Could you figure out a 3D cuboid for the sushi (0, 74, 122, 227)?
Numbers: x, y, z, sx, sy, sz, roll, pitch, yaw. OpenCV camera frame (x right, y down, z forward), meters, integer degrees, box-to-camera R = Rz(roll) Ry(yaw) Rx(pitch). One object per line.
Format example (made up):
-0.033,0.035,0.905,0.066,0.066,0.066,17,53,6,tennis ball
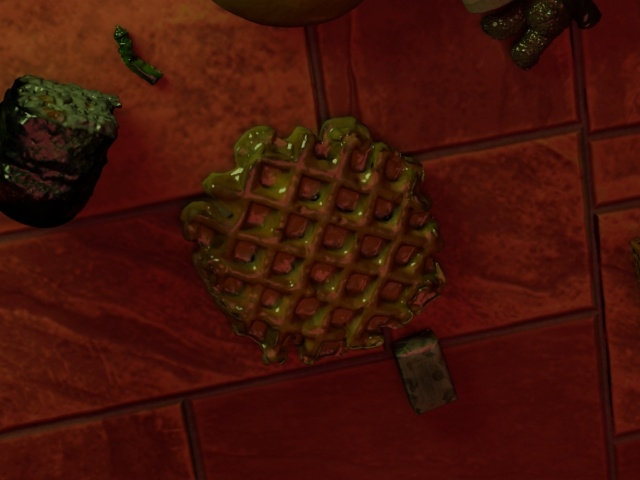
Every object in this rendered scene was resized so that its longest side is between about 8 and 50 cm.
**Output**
-0.296,-0.108,1.784,0.136,0.225,0.126,14,109,-9,sushi

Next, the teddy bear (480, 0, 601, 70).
0.272,-0.278,1.909,0.119,0.078,0.160,41,99,-18,teddy bear

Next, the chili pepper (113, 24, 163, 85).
-0.215,-0.212,1.873,0.027,0.022,0.083,-22,118,34,chili pepper

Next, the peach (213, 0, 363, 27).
-0.028,-0.352,1.788,0.251,0.153,0.251,-3,115,-6,peach

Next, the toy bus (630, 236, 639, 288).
0.446,0.071,2.075,0.070,0.074,0.162,-20,111,-11,toy bus

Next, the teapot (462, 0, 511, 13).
0.172,-0.352,1.815,0.107,0.077,0.200,-17,140,20,teapot

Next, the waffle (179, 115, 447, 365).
0.000,0.000,1.967,0.302,0.068,0.325,-27,114,0,waffle

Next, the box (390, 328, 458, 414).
0.131,0.167,2.067,0.062,0.045,0.098,-23,112,-3,box
